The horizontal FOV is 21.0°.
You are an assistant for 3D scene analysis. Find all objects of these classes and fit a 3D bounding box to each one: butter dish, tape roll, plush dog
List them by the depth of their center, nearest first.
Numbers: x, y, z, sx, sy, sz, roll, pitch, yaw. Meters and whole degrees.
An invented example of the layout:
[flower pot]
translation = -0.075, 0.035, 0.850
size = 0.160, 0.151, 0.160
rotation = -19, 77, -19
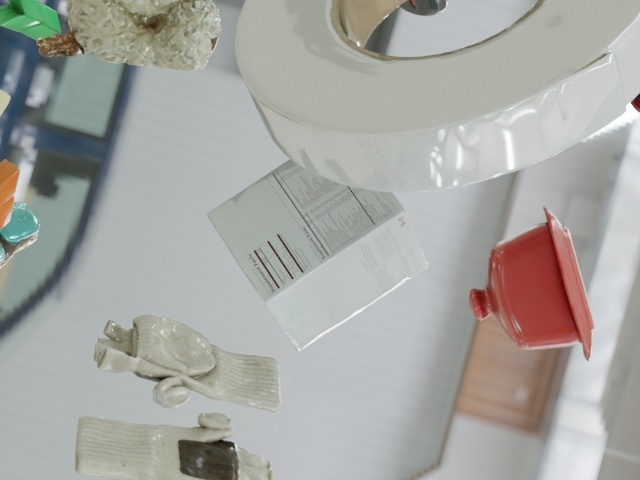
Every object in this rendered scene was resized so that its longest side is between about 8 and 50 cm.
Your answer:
[tape roll]
translation = 0.117, -0.198, 1.490
size = 0.392, 0.392, 0.072
rotation = -80, 156, -44
[butter dish]
translation = 0.211, 0.053, 1.770
size = 0.160, 0.118, 0.160
rotation = -18, 93, -84
[plush dog]
translation = -0.240, -0.335, 2.091
size = 0.262, 0.211, 0.225
rotation = -130, -140, -65

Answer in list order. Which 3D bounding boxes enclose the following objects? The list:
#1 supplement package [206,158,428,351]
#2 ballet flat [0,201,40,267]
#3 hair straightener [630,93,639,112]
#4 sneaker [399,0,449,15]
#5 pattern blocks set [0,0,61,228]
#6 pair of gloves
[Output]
[supplement package]
translation = 0.000, 0.000, 2.142
size = 0.149, 0.203, 0.194
rotation = 56, -3, 25
[ballet flat]
translation = -0.391, 0.006, 1.972
size = 0.073, 0.080, 0.232
rotation = -33, 178, 14
[hair straightener]
translation = 0.428, -0.216, 1.903
size = 0.230, 0.047, 0.089
rotation = -31, 173, -37
[sneaker]
translation = 0.105, -0.410, 2.136
size = 0.314, 0.136, 0.116
rotation = 61, -6, 36
[pattern blocks set]
translation = -0.295, -0.044, 1.131
size = 0.325, 0.026, 0.285
rotation = -54, 154, -6
[pair of gloves]
translation = -0.137, 0.167, 1.740
size = 0.240, 0.204, 0.042
rotation = -85, -164, -53
